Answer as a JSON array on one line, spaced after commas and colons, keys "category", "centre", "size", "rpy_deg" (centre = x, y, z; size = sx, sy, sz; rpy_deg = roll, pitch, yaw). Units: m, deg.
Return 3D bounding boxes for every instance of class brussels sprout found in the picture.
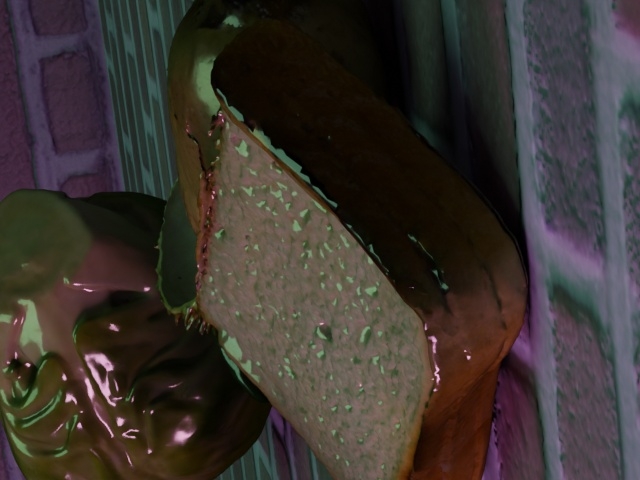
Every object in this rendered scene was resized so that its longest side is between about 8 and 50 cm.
[{"category": "brussels sprout", "centre": [-0.200, 0.097, 1.877], "size": [0.355, 0.289, 0.281], "rpy_deg": [53, -168, -44]}]

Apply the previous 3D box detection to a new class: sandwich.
[{"category": "sandwich", "centre": [0.018, 0.027, 1.087], "size": [0.226, 0.087, 0.251], "rpy_deg": [49, 155, 27]}]

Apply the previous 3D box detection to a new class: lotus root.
[{"category": "lotus root", "centre": [-0.027, -0.085, 1.230], "size": [0.160, 0.146, 0.284], "rpy_deg": [48, 158, 35]}]

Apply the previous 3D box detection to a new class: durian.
[{"category": "durian", "centre": [-0.066, -0.002, 1.493], "size": [0.252, 0.144, 0.139], "rpy_deg": [-89, -5, -48]}]

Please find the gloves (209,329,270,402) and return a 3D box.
[{"category": "gloves", "centre": [-0.071, 0.013, 1.683], "size": [0.135, 0.107, 0.268], "rpy_deg": [-11, -90, -70]}]
